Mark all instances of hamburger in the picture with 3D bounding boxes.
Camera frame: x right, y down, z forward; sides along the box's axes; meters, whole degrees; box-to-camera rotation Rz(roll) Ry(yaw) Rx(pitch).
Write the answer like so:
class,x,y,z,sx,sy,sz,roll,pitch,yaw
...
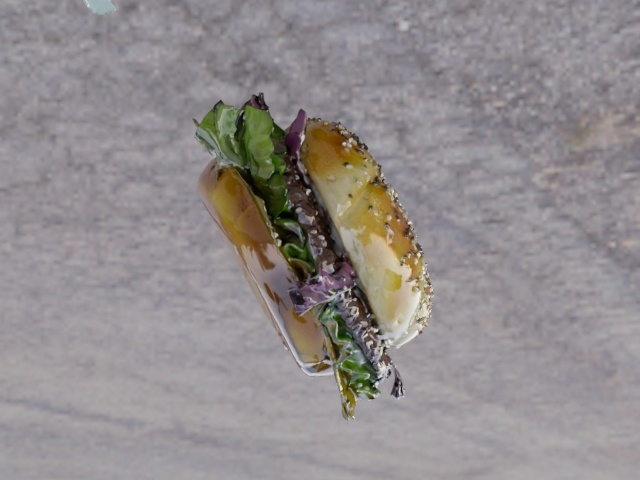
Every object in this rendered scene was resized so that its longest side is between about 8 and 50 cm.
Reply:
class,x,y,z,sx,sy,sz,roll,pitch,yaw
hamburger,-0.001,-0.002,0.683,0.093,0.164,0.189,-30,131,-5

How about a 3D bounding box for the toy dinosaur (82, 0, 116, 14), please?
class,x,y,z,sx,sy,sz,roll,pitch,yaw
toy dinosaur,-0.168,-0.211,0.872,0.242,0.167,0.053,4,123,-54
